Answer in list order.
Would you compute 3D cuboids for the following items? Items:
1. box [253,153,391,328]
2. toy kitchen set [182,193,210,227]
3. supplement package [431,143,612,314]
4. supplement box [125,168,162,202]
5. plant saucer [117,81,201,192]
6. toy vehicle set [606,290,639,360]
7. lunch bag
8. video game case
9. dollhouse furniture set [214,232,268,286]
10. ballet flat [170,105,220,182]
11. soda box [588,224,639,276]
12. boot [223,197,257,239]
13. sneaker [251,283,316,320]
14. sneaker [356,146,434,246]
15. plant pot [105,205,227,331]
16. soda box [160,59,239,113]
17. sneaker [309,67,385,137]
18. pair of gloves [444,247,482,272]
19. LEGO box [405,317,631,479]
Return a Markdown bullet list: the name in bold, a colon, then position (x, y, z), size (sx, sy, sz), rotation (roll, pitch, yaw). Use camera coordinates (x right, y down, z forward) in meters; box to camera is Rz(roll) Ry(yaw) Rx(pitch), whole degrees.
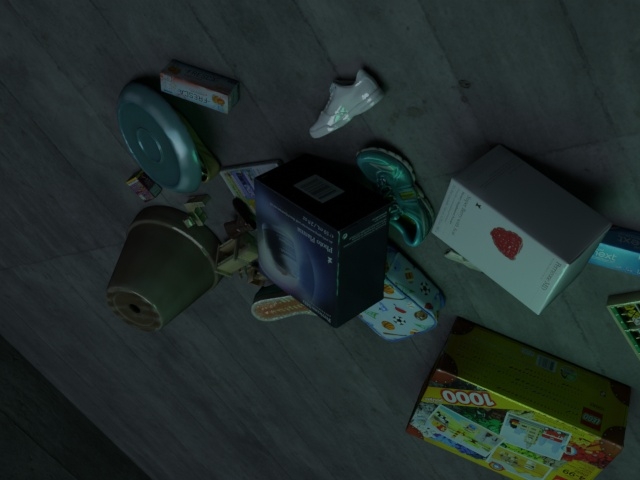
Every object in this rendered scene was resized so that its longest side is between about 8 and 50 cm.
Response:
- **box**: position (0.000, 0.000, 1.829), size (0.296, 0.183, 0.293), rotation (33, 138, 36)
- **toy kitchen set**: position (-0.341, -0.074, 2.148), size (0.075, 0.068, 0.083), rotation (-5, 130, 34)
- **supplement package**: position (0.413, -0.026, 1.594), size (0.293, 0.175, 0.177), rotation (40, 144, 22)
- **supplement box**: position (-0.503, -0.156, 2.177), size (0.055, 0.043, 0.083), rotation (-18, 120, 42)
- **plant saucer**: position (-0.423, -0.250, 1.946), size (0.318, 0.044, 0.317), rotation (34, 145, 29)
- **toy vehicle set**: position (0.811, 0.220, 1.801), size (0.166, 0.035, 0.267), rotation (-16, 123, 41)
- **lunch bag**: position (0.162, 0.136, 2.040), size (0.303, 0.115, 0.243), rotation (43, 141, -18)
- **video game case**: position (-0.142, -0.116, 2.021), size (0.194, 0.023, 0.212), rotation (-4, 131, 34)
- **dollhouse furniture set**: position (-0.185, 0.041, 2.188), size (0.161, 0.101, 0.182), rotation (22, 147, -32)
- **ballet flat**: position (-0.346, -0.246, 1.965), size (0.080, 0.073, 0.232), rotation (-19, 121, 42)
- **soda box**: position (0.612, 0.007, 1.665), size (0.210, 0.071, 0.067), rotation (17, 137, 15)
- **boot**: position (-0.237, -0.057, 2.089), size (0.114, 0.037, 0.106), rotation (-18, 107, 48)
- **sneaker**: position (-0.048, 0.150, 2.196), size (0.302, 0.121, 0.108), rotation (-7, 124, 9)
- **sneaker**: position (0.176, -0.103, 1.778), size (0.107, 0.110, 0.275), rotation (-17, 121, 42)
- **plant pot**: position (-0.482, 0.105, 2.258), size (0.323, 0.280, 0.323), rotation (17, 138, 16)
- **soda box**: position (-0.287, -0.365, 1.811), size (0.183, 0.063, 0.058), rotation (21, 140, 11)
- **sneaker**: position (0.042, -0.305, 1.684), size (0.212, 0.080, 0.094), rotation (-29, 103, 38)
- **pair of gloves**: position (0.407, 0.063, 1.770), size (0.204, 0.042, 0.240), rotation (17, 175, -8)
- **LEGO box**: position (0.533, 0.475, 2.113), size (0.501, 0.193, 0.372), rotation (22, 140, 9)
